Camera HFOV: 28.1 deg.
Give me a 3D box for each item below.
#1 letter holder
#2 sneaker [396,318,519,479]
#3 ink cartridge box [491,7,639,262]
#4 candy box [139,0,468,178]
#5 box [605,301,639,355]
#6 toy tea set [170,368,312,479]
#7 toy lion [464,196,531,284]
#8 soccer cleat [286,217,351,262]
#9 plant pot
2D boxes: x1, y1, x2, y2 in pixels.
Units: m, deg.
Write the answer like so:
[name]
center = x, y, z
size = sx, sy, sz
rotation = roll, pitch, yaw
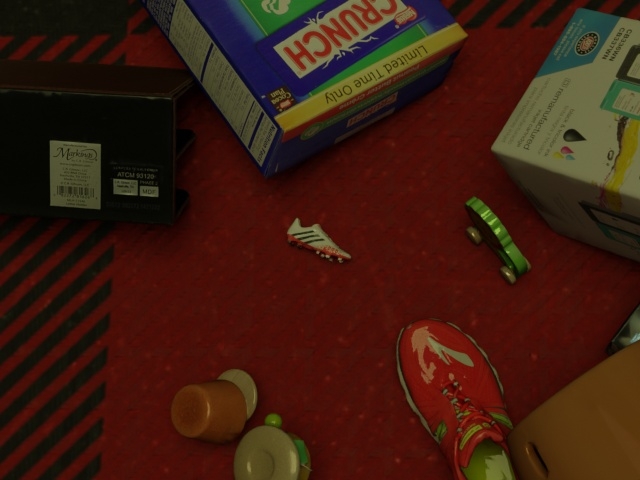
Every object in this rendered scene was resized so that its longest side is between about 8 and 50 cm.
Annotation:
[letter holder]
center = -0.302, -0.127, 1.524
size = 0.302, 0.214, 0.152
rotation = 4, 108, 4
[sneaker]
center = 0.170, 0.203, 1.397
size = 0.107, 0.118, 0.279
rotation = -25, 75, -2
[ink cartridge box]
center = 0.370, -0.093, 1.361
size = 0.270, 0.197, 0.198
rotation = 23, 77, 42
[candy box]
center = -0.033, -0.273, 1.503
size = 0.268, 0.122, 0.317
rotation = -30, 76, -23
[box]
center = 0.513, 0.117, 1.410
size = 0.307, 0.076, 0.242
rotation = 38, 82, 14
[toy tea set]
center = -0.064, 0.306, 1.415
size = 0.200, 0.124, 0.336
rotation = -11, 76, 33
[toy lion]
center = 0.200, -0.004, 1.459
size = 0.034, 0.096, 0.100
rotation = -38, 76, -5
[soccer cleat]
center = 0.000, 0.000, 1.512
size = 0.083, 0.029, 0.035
rotation = 20, 82, 15
[plant pot]
center = 0.323, 0.230, 1.289
size = 0.291, 0.291, 0.203
rotation = -33, 72, -4
